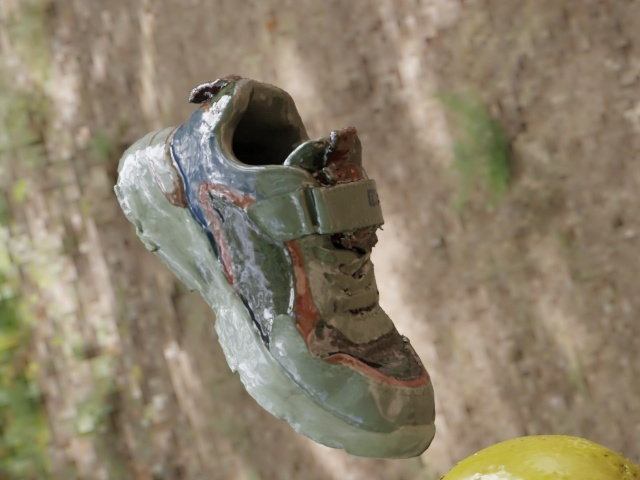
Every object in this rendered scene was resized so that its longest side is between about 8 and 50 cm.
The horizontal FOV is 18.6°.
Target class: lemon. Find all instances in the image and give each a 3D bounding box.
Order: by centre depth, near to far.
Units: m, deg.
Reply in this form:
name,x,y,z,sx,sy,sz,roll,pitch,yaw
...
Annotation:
name,x,y,z,sx,sy,sz,roll,pitch,yaw
lemon,0.145,0.213,1.283,0.206,0.173,0.173,2,108,53

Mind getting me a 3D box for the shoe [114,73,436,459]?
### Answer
name,x,y,z,sx,sy,sz,roll,pitch,yaw
shoe,0.000,0.000,0.971,0.227,0.099,0.125,49,114,22
